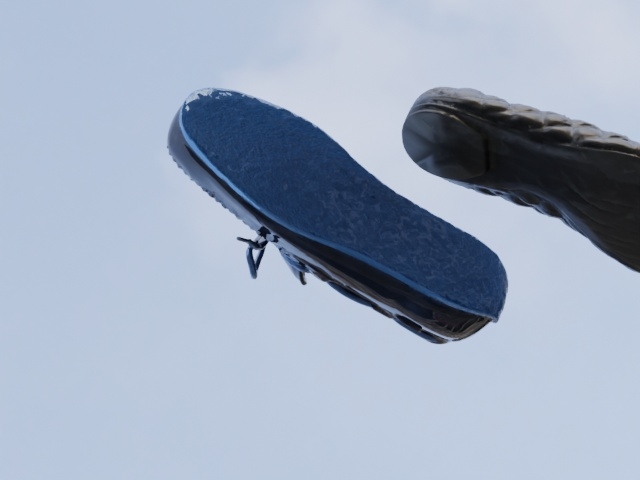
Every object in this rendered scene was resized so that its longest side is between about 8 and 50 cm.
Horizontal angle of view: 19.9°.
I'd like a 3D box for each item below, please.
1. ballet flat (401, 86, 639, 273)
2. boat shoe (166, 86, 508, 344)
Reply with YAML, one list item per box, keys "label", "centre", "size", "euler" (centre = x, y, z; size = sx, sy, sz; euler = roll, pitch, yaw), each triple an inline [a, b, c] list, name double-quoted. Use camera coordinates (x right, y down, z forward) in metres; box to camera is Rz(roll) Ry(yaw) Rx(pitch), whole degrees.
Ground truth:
- label: "ballet flat"
  centre: [0.114, -0.029, 0.757]
  size: [0.049, 0.173, 0.057]
  euler: [-39, -35, -44]
- label: "boat shoe"
  centre: [0.000, 0.000, 1.235]
  size: [0.258, 0.089, 0.109]
  euler: [37, -130, -4]
